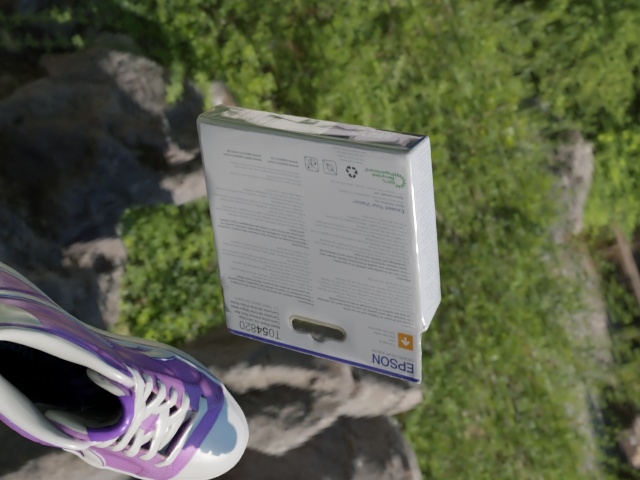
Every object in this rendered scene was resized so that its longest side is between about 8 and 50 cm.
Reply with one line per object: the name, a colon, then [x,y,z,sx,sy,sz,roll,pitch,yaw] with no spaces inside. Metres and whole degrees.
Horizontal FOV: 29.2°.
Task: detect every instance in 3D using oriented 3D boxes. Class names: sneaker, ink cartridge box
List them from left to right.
sneaker: [-0.138,0.119,0.833,0.282,0.102,0.161,31,-3,-36]
ink cartridge box: [0.000,0.000,1.093,0.045,0.223,0.224,-38,132,-47]
